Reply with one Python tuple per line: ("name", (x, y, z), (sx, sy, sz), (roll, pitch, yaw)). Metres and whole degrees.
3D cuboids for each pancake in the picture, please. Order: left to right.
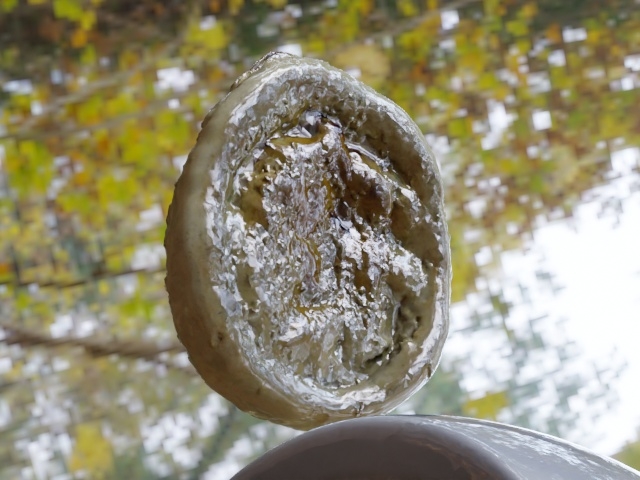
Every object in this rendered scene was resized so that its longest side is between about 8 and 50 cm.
("pancake", (-0.001, 0.000, 0.774), (0.025, 0.151, 0.151), (-12, -90, 50))

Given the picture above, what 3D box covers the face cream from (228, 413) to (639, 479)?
("face cream", (0.029, 0.091, 0.364), (0.117, 0.104, 0.117), (-16, -121, 27))
